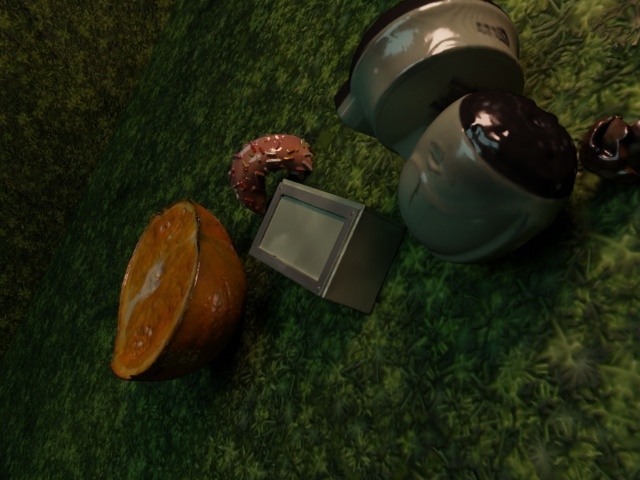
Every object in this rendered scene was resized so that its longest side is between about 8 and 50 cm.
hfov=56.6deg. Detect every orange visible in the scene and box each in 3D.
[{"bbox_3d":[-0.246,0.087,0.989,0.274,0.274,0.310,-52,3,20],"label":"orange"}]

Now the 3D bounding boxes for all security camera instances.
[{"bbox_3d":[0.149,-0.109,0.629,0.191,0.197,0.277,-46,45,43],"label":"security camera"}]

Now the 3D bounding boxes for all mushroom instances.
[{"bbox_3d":[0.319,-0.118,0.527,0.187,0.061,0.060,-36,37,21],"label":"mushroom"}]

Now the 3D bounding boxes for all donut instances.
[{"bbox_3d":[-0.097,-0.118,1.021,0.166,0.117,0.065,-51,33,23],"label":"donut"}]

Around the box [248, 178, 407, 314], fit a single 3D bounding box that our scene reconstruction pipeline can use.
[{"bbox_3d":[0.000,0.000,0.847,0.225,0.086,0.129,24,91,56],"label":"box"}]
